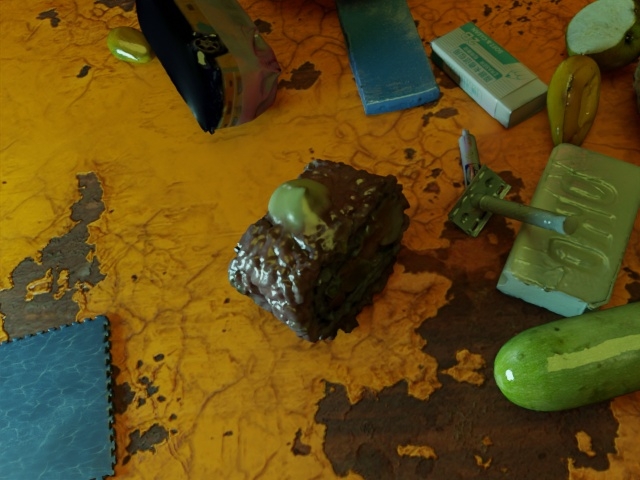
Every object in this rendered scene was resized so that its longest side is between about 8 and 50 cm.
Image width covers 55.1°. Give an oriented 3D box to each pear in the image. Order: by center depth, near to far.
[{"bbox_3d":[0.513,-0.355,1.089,0.141,0.104,0.141,-28,46,33],"label":"pear"}]

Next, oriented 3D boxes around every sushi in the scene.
[{"bbox_3d":[0.000,0.000,0.901,0.171,0.236,0.270,32,74,32],"label":"sushi"}]

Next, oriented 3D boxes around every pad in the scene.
[{"bbox_3d":[-0.446,0.264,0.944,0.270,0.012,0.268,-16,60,-1],"label":"pad"}]

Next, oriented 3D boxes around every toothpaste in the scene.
[{"bbox_3d":[0.258,-0.119,1.040,0.045,0.028,0.169,-2,62,0],"label":"toothpaste"}]

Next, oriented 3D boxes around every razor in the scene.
[{"bbox_3d":[0.283,-0.045,0.887,0.068,0.232,0.106,35,89,-21],"label":"razor"}]

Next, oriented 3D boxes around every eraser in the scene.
[{"bbox_3d":[0.305,-0.307,1.123,0.096,0.052,0.225,-30,60,-11],"label":"eraser"},{"bbox_3d":[0.124,-0.380,1.198,0.144,0.042,0.311,-13,60,1],"label":"eraser"}]

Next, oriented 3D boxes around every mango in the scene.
[{"bbox_3d":[0.426,-0.232,1.038,0.066,0.101,0.187,3,82,55],"label":"mango"},{"bbox_3d":[-0.396,-0.409,1.287,0.114,0.057,0.079,31,59,17],"label":"mango"}]

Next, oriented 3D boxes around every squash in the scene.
[{"bbox_3d":[0.414,0.139,0.803,0.371,0.118,0.118,-16,60,8],"label":"squash"}]

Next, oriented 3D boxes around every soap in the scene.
[{"bbox_3d":[0.380,-0.013,0.924,0.150,0.094,0.261,21,66,19],"label":"soap"}]

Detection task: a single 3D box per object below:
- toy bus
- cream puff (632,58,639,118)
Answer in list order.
[{"bbox_3d":[-0.213,-0.381,1.170,0.163,0.171,0.386,-19,58,-24],"label":"toy bus"},{"bbox_3d":[0.662,-0.258,0.932,0.327,0.231,0.342,11,58,19],"label":"cream puff"}]
